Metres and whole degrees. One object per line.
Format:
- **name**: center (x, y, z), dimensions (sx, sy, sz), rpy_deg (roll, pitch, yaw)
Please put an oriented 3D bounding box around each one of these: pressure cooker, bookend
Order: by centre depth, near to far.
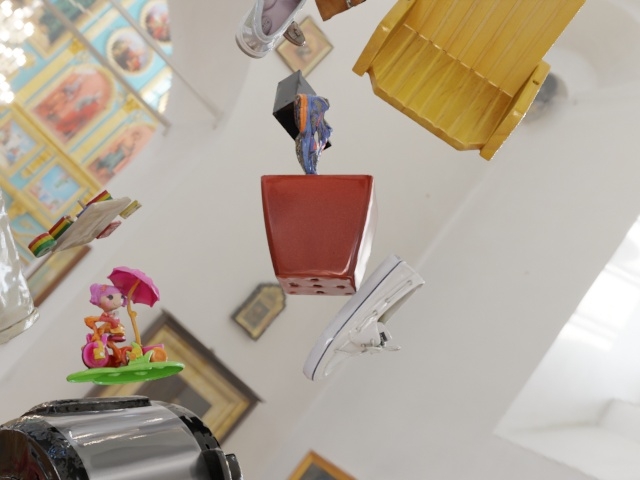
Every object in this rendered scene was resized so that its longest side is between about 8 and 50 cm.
- **pressure cooker**: center (-0.360, 0.471, 1.377), dimensions (0.369, 0.376, 0.420), rpy_deg (25, 12, 37)
- **bookend**: center (-0.041, -0.318, 1.977), dimensions (0.072, 0.157, 0.156), rpy_deg (-27, -56, 24)

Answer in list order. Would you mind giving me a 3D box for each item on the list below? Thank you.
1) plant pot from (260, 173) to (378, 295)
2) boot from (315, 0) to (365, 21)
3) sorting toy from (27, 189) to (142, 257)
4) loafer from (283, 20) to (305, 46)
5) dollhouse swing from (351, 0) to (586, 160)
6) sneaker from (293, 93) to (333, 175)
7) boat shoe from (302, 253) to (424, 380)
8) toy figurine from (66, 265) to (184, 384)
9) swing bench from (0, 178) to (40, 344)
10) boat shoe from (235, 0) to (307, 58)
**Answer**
- **plant pot**: center (0.000, 0.000, 1.907), dimensions (0.267, 0.236, 0.267), rpy_deg (0, -18, 7)
- **boot**: center (0.026, -0.508, 1.213), dimensions (0.264, 0.096, 0.281), rpy_deg (-20, -82, 47)
- **sorting toy**: center (-0.445, -0.045, 1.515), dimensions (0.046, 0.132, 0.274), rpy_deg (50, 18, 4)
- **loafer**: center (-0.082, -0.540, 1.974), dimensions (0.125, 0.045, 0.039), rpy_deg (48, -26, 2)
- **dollhouse swing**: center (0.317, -0.420, 1.596), dimensions (0.346, 0.315, 0.305), rpy_deg (35, -37, 1)
- **sneaker**: center (-0.011, -0.238, 1.851), dimensions (0.083, 0.087, 0.221), rpy_deg (-113, -162, -54)
- **boat shoe**: center (0.121, 0.218, 1.889), dimensions (0.156, 0.367, 0.136), rpy_deg (39, -7, 18)
- **toy figurine**: center (-0.286, 0.115, 1.122), dimensions (0.130, 0.159, 0.173), rpy_deg (-24, -20, 39)
- **swing bench**: center (-0.601, 0.037, 1.203), dimensions (0.254, 0.165, 0.253), rpy_deg (0, -67, 21)
- **boat shoe**: center (-0.077, -0.536, 1.694), dimensions (0.118, 0.321, 0.103), rpy_deg (36, -23, -21)
